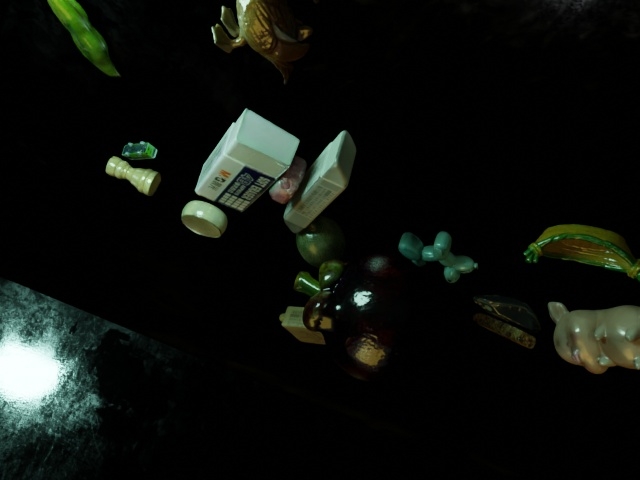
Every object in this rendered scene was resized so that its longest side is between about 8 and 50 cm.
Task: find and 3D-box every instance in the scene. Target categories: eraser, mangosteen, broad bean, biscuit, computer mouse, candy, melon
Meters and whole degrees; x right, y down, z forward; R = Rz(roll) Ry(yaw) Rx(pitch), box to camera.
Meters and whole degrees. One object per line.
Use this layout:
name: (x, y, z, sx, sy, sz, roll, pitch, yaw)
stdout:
eraser: (-0.005, -0.108, 1.301, 0.061, 0.089, 0.352, 22, 155, -14)
eraser: (0.047, 0.287, 2.091, 0.343, 0.078, 0.144, 0, 150, 34)
mangosteen: (0.112, 0.167, 1.417, 0.313, 0.297, 0.296, 13, 162, -34)
broad bean: (-0.426, -0.383, 1.096, 0.060, 0.043, 0.298, 20, 157, 27)
biscuit: (0.460, 0.223, 1.599, 0.064, 0.035, 0.199, 27, 179, -22)
computer mouse: (0.465, 0.170, 1.557, 0.192, 0.062, 0.106, 29, 176, -13)
candy: (-0.066, -0.125, 1.294, 0.043, 0.103, 0.103, 30, 154, -12)
melon: (0.000, 0.000, 1.492, 0.114, 0.114, 0.167, 9, 157, 21)
eraser: (-0.158, -0.156, 1.317, 0.130, 0.086, 0.287, 26, 154, -18)

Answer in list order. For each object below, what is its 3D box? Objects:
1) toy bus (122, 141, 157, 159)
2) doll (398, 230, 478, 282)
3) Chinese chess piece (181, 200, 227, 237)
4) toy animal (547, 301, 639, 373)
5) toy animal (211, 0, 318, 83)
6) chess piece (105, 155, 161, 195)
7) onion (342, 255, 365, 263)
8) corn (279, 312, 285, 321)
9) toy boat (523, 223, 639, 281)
toy bus: (-0.420, -0.206, 1.471, 0.083, 0.031, 0.037, 1, 159, 35)
doll: (0.272, 0.039, 1.440, 0.159, 0.059, 0.158, 1, 148, 31)
Chinese chess piece: (-0.305, -0.056, 1.674, 0.122, 0.051, 0.122, 18, 156, 8)
toy animal: (0.641, 0.217, 1.433, 0.154, 0.167, 0.250, -17, -175, -34)
toy animal: (-0.056, -0.315, 0.931, 0.179, 0.089, 0.188, -11, 139, 23)
chess piece: (-0.461, -0.161, 1.560, 0.122, 0.066, 0.066, 24, 156, 2)
onion: (0.086, 0.115, 1.660, 0.218, 0.140, 0.195, 24, 162, -2)
corn: (-0.107, 0.286, 2.248, 0.037, 0.037, 0.092, -9, 141, 46)
toy boat: (0.507, 0.025, 1.205, 0.229, 0.088, 0.089, 10, 153, 21)
